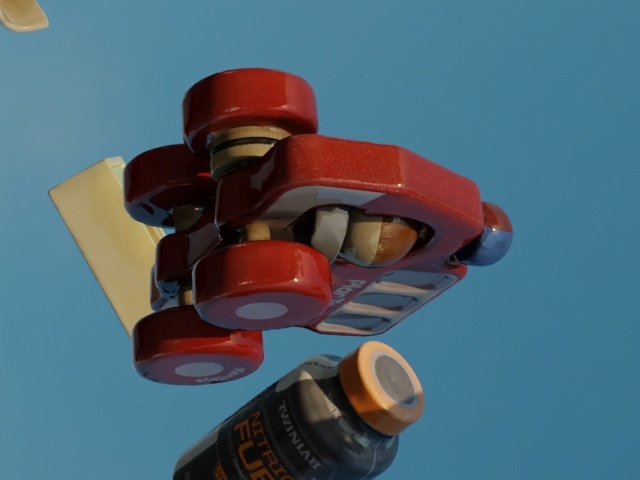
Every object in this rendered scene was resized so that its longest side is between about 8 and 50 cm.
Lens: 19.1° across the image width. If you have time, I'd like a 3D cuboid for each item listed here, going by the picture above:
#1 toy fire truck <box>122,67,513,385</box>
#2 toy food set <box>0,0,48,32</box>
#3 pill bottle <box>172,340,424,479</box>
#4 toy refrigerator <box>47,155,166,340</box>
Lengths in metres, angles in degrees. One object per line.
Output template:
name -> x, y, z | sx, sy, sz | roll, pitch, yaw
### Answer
toy fire truck -> 0.000, 0.000, 1.423 | 0.302, 0.254, 0.169 | 139, -50, -56
toy food set -> -0.388, -0.397, 2.097 | 0.092, 0.306, 0.219 | -30, -126, -13
pill bottle -> -0.016, 0.193, 1.796 | 0.246, 0.130, 0.130 | -39, -146, 29
toy refrigerator -> -0.221, 0.032, 2.338 | 0.094, 0.269, 0.102 | -29, -179, 6
